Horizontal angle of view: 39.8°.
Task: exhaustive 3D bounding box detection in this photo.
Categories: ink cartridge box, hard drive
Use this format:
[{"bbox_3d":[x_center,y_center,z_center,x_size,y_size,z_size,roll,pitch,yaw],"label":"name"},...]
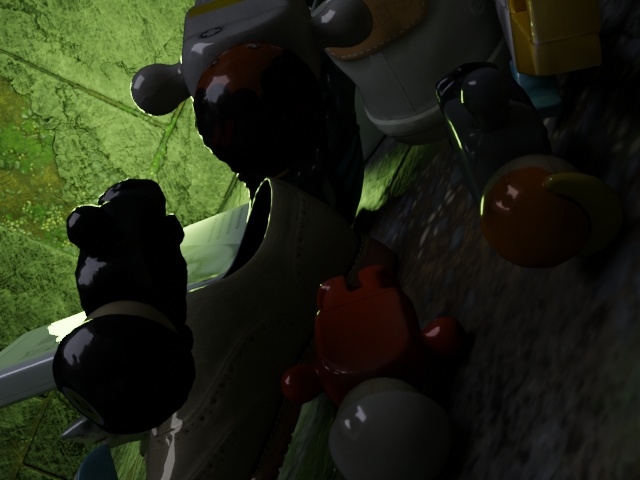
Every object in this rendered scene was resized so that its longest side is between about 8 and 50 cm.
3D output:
[{"bbox_3d":[-0.109,0.020,0.973,0.224,0.045,0.223,-21,20,5],"label":"ink cartridge box"},{"bbox_3d":[-0.235,0.106,1.080,0.353,0.047,0.233,-20,9,7],"label":"hard drive"}]

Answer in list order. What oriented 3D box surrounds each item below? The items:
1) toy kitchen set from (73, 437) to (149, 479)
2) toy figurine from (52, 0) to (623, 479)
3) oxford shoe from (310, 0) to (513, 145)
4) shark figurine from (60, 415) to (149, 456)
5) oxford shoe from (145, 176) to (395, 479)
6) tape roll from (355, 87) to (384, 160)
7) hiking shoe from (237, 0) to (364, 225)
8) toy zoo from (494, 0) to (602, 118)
[{"bbox_3d":[-0.141,0.285,0.869,0.122,0.166,0.207,-55,51,47],"label":"toy kitchen set"},{"bbox_3d":[0.000,0.000,0.408,0.209,0.213,0.148,-57,22,27],"label":"toy figurine"},{"bbox_3d":[0.084,-0.264,0.683,0.169,0.130,0.449,-24,38,34],"label":"oxford shoe"},{"bbox_3d":[-0.166,0.184,1.029,0.278,0.166,0.116,48,-161,-68],"label":"shark figurine"},{"bbox_3d":[-0.083,0.107,0.610,0.123,0.130,0.348,-29,25,57],"label":"oxford shoe"},{"bbox_3d":[0.072,-0.255,1.010,0.391,0.072,0.392,-62,10,20],"label":"tape roll"},{"bbox_3d":[-0.017,-0.094,0.777,0.132,0.113,0.304,-67,-13,-45],"label":"hiking shoe"},{"bbox_3d":[0.092,-0.199,0.423,0.192,0.030,0.293,-77,-24,-67],"label":"toy zoo"}]
